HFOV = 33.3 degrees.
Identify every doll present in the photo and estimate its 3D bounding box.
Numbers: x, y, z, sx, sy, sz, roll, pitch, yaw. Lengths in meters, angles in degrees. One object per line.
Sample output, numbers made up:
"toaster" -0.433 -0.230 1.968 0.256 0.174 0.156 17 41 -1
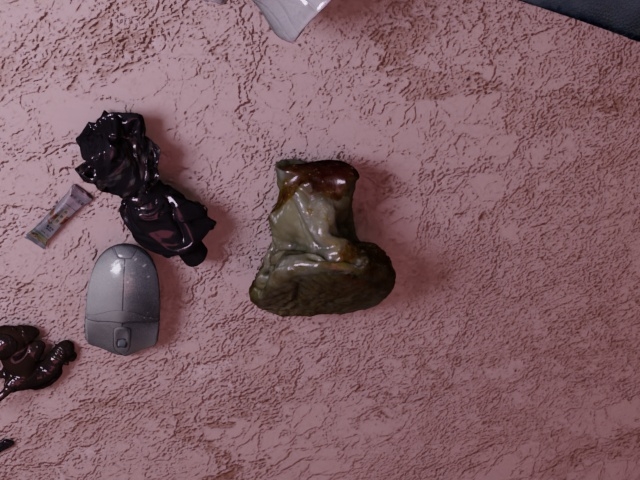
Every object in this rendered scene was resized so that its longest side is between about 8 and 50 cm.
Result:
"doll" -0.457 0.180 1.627 0.165 0.057 0.139 -20 124 -15

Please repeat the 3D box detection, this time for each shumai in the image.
"shumai" 0.000 0.000 1.623 0.222 0.203 0.272 -1 157 -15

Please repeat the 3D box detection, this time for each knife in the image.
"knife" -0.574 0.359 1.733 0.170 0.010 0.023 -25 126 2

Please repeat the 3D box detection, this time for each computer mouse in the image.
"computer mouse" -0.297 0.105 1.603 0.113 0.068 0.229 3 128 -8

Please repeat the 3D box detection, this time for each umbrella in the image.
"umbrella" -0.244 -0.062 1.510 0.122 0.110 0.272 -31 130 3

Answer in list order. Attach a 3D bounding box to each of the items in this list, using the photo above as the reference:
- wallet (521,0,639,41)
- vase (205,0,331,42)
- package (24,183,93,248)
"wallet" 0.364 -0.406 1.506 0.379 0.046 0.190 12 117 -22
"vase" -0.176 -0.384 1.236 0.445 0.250 0.250 16 116 -33
"package" -0.376 -0.034 1.536 0.110 0.015 0.037 -44 119 11
